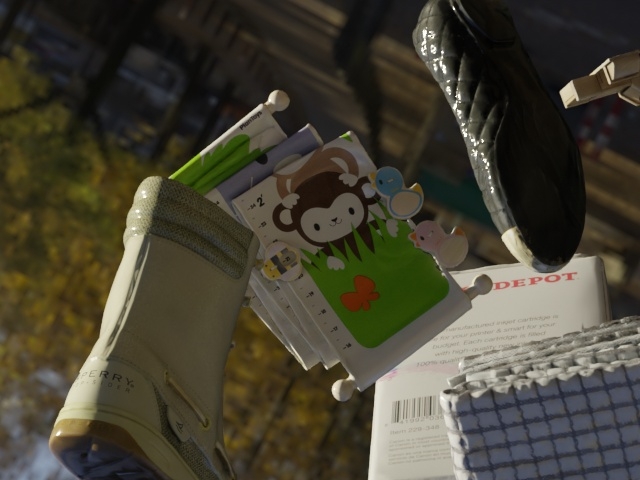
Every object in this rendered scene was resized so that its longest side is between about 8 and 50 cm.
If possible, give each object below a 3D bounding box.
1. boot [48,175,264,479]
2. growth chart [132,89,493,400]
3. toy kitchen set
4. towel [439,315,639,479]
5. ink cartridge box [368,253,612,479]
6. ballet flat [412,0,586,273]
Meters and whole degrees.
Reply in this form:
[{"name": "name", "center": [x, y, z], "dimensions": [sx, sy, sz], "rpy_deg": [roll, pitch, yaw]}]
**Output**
[{"name": "boot", "center": [-0.073, 0.077, 1.002], "dimensions": [0.077, 0.165, 0.213], "rpy_deg": [4, 154, 18]}, {"name": "growth chart", "center": [0.000, 0.000, 1.361], "dimensions": [0.237, 0.172, 0.021], "rpy_deg": [44, 169, 3]}, {"name": "toy kitchen set", "center": [0.263, -0.116, 1.536], "dimensions": [0.083, 0.075, 0.068], "rpy_deg": [-17, 171, -15]}, {"name": "towel", "center": [0.251, 0.179, 1.433], "dimensions": [0.284, 0.235, 0.121], "rpy_deg": [-13, -162, 11]}, {"name": "ink cartridge box", "center": [0.170, 0.161, 1.685], "dimensions": [0.226, 0.131, 0.306], "rpy_deg": [-7, -148, 11]}, {"name": "ballet flat", "center": [0.091, -0.055, 0.908], "dimensions": [0.057, 0.049, 0.173], "rpy_deg": [3, -124, -30]}]
